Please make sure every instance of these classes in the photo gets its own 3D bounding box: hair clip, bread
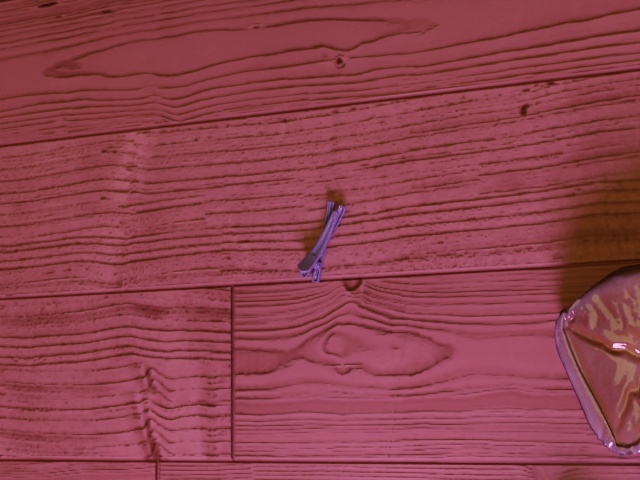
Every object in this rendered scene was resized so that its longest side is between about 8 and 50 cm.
[{"bbox_3d":[0.001,0.000,1.444,0.030,0.039,0.115,21,88,17],"label":"hair clip"},{"bbox_3d":[0.391,0.138,1.236,0.192,0.110,0.209,-30,72,21],"label":"bread"}]
